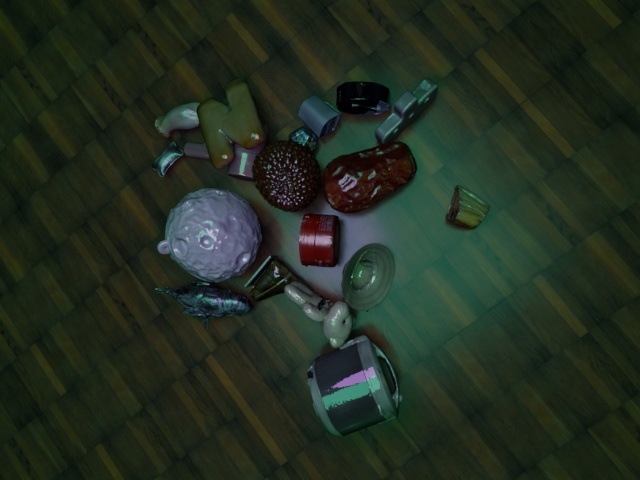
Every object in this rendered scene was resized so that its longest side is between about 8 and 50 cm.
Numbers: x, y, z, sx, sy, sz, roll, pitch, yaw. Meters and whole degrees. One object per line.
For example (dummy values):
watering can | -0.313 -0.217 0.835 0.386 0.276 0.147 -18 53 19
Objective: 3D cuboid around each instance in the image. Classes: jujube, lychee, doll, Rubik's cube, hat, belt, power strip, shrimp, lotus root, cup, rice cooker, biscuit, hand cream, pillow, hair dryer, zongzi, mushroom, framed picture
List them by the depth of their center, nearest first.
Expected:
rice cooker | 0.120 0.487 1.483 0.276 0.288 0.289 -24 85 7
doll | 0.001 0.226 1.515 0.278 0.175 0.149 35 131 6
power strip | 0.296 -0.449 1.516 0.265 0.193 0.059 -45 80 6
lotus root | 0.507 -0.098 1.530 0.135 0.095 0.159 28 53 4
jujube | 0.171 -0.228 1.534 0.341 0.216 0.217 -22 85 -6
lychee | -0.113 -0.211 1.536 0.271 0.271 0.272 0 88 9
hand cream | 0.000 0.000 1.556 0.125 0.193 0.193 3 89 10
hat | 0.141 0.119 1.563 0.110 0.251 0.252 23 93 51
belt | 0.155 -0.502 1.565 0.198 0.151 0.078 2 84 0
biscuit | -0.330 -0.423 1.576 0.236 0.062 0.291 -26 69 19
cup | 0.006 -0.463 1.616 0.129 0.095 0.128 45 59 10
Rubik's cube | -0.068 -0.367 1.625 0.111 0.093 0.111 0 88 12
framed picture | -0.220 0.113 1.628 0.011 0.109 0.149 42 95 6
zongzi | -0.154 0.192 1.638 0.184 0.084 0.187 38 102 -2
shrimp | -0.442 0.242 1.643 0.371 0.137 0.172 5 73 8
hair dryer | -0.376 -0.355 1.672 0.351 0.125 0.211 10 89 16
mushroom | -0.546 -0.472 1.711 0.212 0.088 0.097 -19 114 13
pillow | -0.605 -0.320 1.729 0.136 0.091 0.055 -49 125 3

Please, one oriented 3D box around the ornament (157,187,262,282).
ornament | -0.367 -0.027 1.543 0.336 0.337 0.338 0 88 9
